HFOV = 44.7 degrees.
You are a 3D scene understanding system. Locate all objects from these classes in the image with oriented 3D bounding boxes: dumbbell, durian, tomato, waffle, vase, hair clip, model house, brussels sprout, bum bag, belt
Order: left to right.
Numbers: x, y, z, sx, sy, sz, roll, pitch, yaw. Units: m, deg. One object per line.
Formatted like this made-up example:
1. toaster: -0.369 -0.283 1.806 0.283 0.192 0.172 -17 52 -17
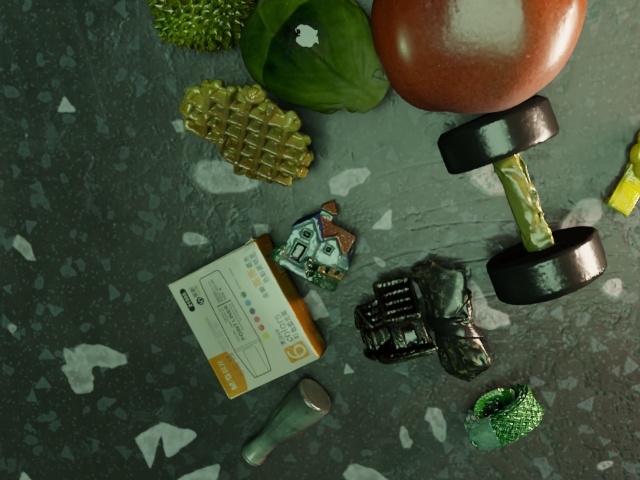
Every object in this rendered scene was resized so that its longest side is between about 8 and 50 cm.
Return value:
1. durian: -0.218 -0.453 1.409 0.200 0.176 0.236 23 118 27
2. waffle: -0.135 -0.193 1.441 0.249 0.056 0.253 4 142 29
3. vase: -0.077 0.380 1.595 0.086 0.086 0.214 44 110 0
4. brussels sprout: -0.003 -0.336 1.374 0.271 0.210 0.219 32 111 -12
5. model house: 0.000 0.000 1.488 0.148 0.119 0.148 28 98 5
6. model house: 0.133 0.150 1.486 0.165 0.106 0.152 -16 96 19
7. bum bag: 0.252 0.152 1.483 0.102 0.069 0.248 -11 102 52
8. tomato: 0.252 -0.338 1.247 0.341 0.341 0.272 -6 94 13
9. belt: 0.340 0.328 1.476 0.151 0.121 0.079 -34 95 20
10. dumbbell: 0.349 -0.070 1.350 0.204 0.204 0.322 -21 96 15
11. hair clip: 0.566 -0.128 1.375 0.072 0.046 0.173 31 104 0

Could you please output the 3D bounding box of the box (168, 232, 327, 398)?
1. box: -0.142 0.152 1.553 0.221 0.091 0.274 -29 94 16
